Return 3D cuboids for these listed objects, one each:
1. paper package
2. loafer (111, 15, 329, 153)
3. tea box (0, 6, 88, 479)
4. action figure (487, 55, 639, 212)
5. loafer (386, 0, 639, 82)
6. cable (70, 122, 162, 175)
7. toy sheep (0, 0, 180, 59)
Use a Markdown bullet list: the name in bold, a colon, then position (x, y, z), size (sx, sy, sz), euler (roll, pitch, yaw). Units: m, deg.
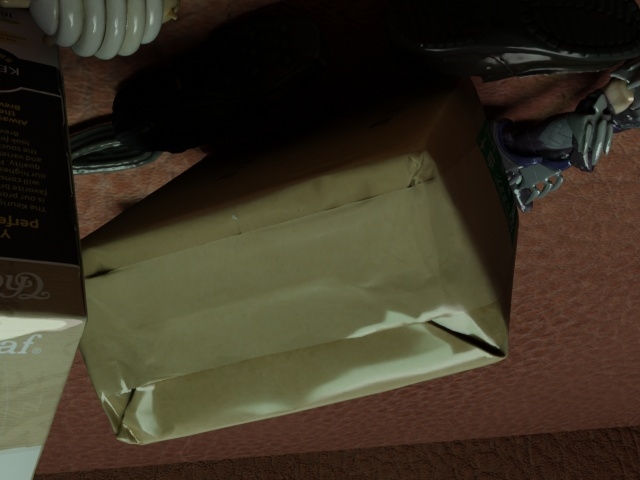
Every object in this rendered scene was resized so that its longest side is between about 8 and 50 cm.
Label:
- **paper package**: position (0.000, 0.000, 0.745), size (0.310, 0.168, 0.325), euler (-16, -166, 18)
- **loafer**: position (-0.082, -0.128, 0.756), size (0.223, 0.076, 0.078), euler (-17, 159, 32)
- **tea box**: position (-0.351, -0.010, 0.585), size (0.329, 0.323, 0.220), euler (6, 132, -26)
- **action figure**: position (0.263, -0.110, 0.837), size (0.185, 0.099, 0.285), euler (-10, 170, -38)
- **loafer**: position (0.158, -0.173, 0.729), size (0.220, 0.080, 0.078), euler (1, 165, -7)
- **cable**: position (-0.297, -0.058, 0.844), size (0.288, 0.072, 0.139), euler (0, 152, -12)
- **toy sheep**: position (-0.161, -0.170, 0.627), size (0.132, 0.091, 0.091), euler (-15, 162, -30)
